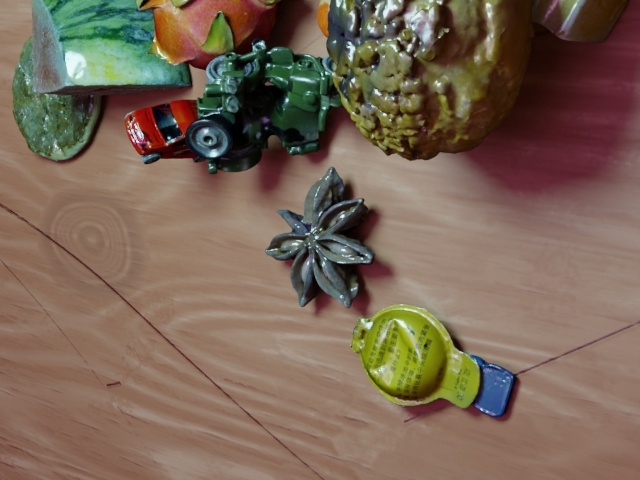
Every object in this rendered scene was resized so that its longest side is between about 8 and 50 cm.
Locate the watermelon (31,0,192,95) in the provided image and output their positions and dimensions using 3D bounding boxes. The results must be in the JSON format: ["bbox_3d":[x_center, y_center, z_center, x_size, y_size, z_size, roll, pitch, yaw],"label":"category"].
[{"bbox_3d":[-0.372,-0.334,1.878,0.201,0.213,0.261,-41,65,50],"label":"watermelon"}]

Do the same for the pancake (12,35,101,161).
[{"bbox_3d":[-0.486,-0.268,2.042,0.254,0.037,0.253,5,99,37],"label":"pancake"}]

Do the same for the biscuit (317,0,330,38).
[{"bbox_3d":[0.086,-0.394,1.602,0.250,0.036,0.165,-12,89,37],"label":"biscuit"}]

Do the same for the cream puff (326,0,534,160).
[{"bbox_3d":[0.124,-0.272,1.403,0.231,0.327,0.343,-1,83,-7],"label":"cream puff"}]

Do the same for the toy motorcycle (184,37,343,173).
[{"bbox_3d":[-0.064,-0.191,1.645,0.127,0.275,0.205,-97,7,-46],"label":"toy motorcycle"}]

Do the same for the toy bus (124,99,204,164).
[{"bbox_3d":[-0.218,-0.177,1.754,0.089,0.195,0.081,-31,77,32],"label":"toy bus"}]

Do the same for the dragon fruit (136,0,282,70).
[{"bbox_3d":[-0.162,-0.375,1.683,0.224,0.224,0.227,44,124,24],"label":"dragon fruit"}]

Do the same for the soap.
[{"bbox_3d":[0.352,-0.357,1.343,0.073,0.140,0.232,38,116,23],"label":"soap"}]

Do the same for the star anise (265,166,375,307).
[{"bbox_3d":[0.009,0.012,1.685,0.212,0.073,0.197,-36,71,37],"label":"star anise"}]

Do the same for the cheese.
[{"bbox_3d":[0.158,0.181,1.602,0.250,0.064,0.156,23,110,23],"label":"cheese"}]
